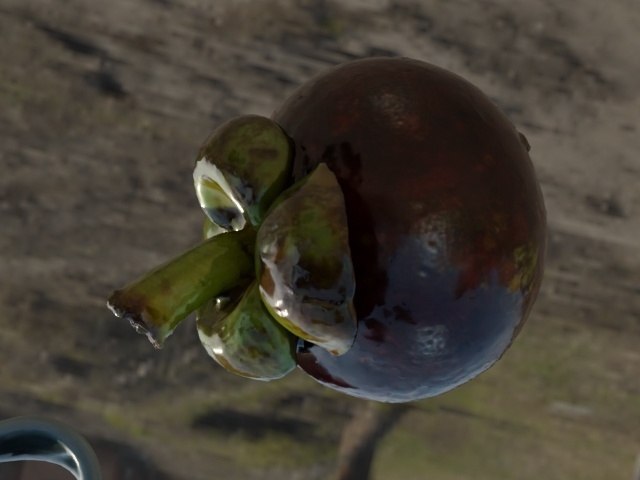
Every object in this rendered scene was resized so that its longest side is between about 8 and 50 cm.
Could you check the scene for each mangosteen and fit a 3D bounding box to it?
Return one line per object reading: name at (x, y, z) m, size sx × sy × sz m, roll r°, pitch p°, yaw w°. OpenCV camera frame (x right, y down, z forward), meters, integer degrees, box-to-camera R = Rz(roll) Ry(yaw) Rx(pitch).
mangosteen at (0.005, -0.010, 0.793) m, size 0.181 × 0.145 × 0.156 m, roll 9°, pitch 158°, yaw -14°

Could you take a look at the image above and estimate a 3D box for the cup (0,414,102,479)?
cup at (-0.240, 0.307, 1.198) m, size 0.311 × 0.331 × 0.257 m, roll -7°, pitch 145°, yaw -6°
